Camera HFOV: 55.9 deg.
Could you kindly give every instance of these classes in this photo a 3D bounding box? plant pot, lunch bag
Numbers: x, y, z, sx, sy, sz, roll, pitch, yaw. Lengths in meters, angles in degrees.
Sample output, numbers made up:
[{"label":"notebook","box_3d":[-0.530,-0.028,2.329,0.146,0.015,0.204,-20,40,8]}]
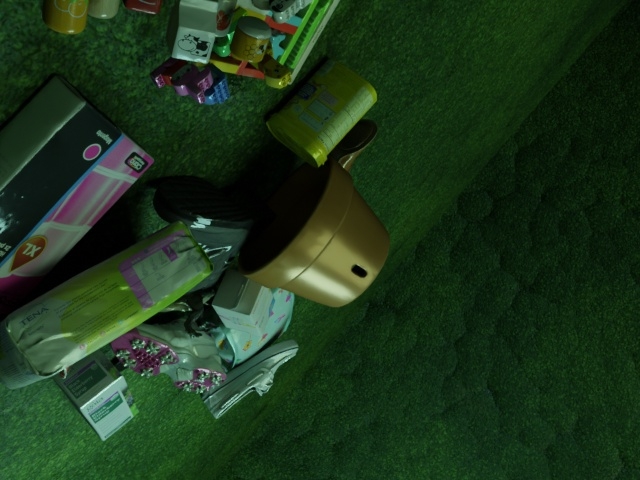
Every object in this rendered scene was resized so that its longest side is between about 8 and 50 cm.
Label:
[{"label":"plant pot","box_3d":[0.000,0.000,1.220,0.291,0.203,0.290,-42,-155,25]},{"label":"lunch bag","box_3d":[-0.183,0.193,1.492,0.223,0.160,0.262,-38,166,-29]}]

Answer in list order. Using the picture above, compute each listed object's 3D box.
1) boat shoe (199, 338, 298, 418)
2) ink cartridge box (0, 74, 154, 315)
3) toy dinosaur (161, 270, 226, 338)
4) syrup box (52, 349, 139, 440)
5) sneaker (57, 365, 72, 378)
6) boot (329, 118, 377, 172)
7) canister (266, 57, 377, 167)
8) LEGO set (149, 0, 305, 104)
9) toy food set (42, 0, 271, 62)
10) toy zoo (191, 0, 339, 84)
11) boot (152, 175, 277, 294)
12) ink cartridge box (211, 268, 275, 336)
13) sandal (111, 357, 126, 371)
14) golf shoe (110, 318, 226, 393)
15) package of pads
[{"label":"boat shoe","box_3d":[-0.160,0.339,1.482,0.268,0.088,0.096,-28,163,-21]},{"label":"ink cartridge box","box_3d":[-0.380,-0.013,0.728,0.371,0.069,0.176,-46,163,-3]},{"label":"toy dinosaur","box_3d":[-0.266,0.143,1.281,0.064,0.118,0.268,-19,180,34]},{"label":"syrup box","box_3d":[-0.441,0.306,1.199,0.093,0.096,0.236,-40,162,-27]},{"label":"sneaker","box_3d":[-0.427,0.176,1.021,0.065,0.061,0.157,-41,163,-46]},{"label":"boot","box_3d":[0.058,-0.191,1.408,0.197,0.073,0.152,-38,162,4]},{"label":"canister","box_3d":[0.005,-0.233,1.091,0.170,0.126,0.073,-48,163,-8]},{"label":"LEGO set","box_3d":[-0.094,-0.234,0.788,0.227,0.093,0.087,-44,162,-14]},{"label":"toy food set","box_3d":[-0.156,-0.264,0.621,0.232,0.111,0.104,2,134,-28]},{"label":"toy zoo","box_3d":[-0.079,-0.323,0.850,0.192,0.030,0.293,-56,161,23]},{"label":"boot","box_3d":[-0.222,0.012,1.087,0.222,0.118,0.338,-48,160,13]},{"label":"ink cartridge box","box_3d":[-0.163,0.129,1.287,0.143,0.090,0.092,78,28,-59]},{"label":"sandal","box_3d":[-0.377,0.247,1.321,0.179,0.040,0.067,-32,155,-43]},{"label":"golf shoe","box_3d":[-0.322,0.220,1.277,0.115,0.140,0.306,-25,141,17]},{"label":"package of pads","box_3d":[-0.324,0.096,0.885,0.297,0.101,0.229,-36,-173,-39]}]
